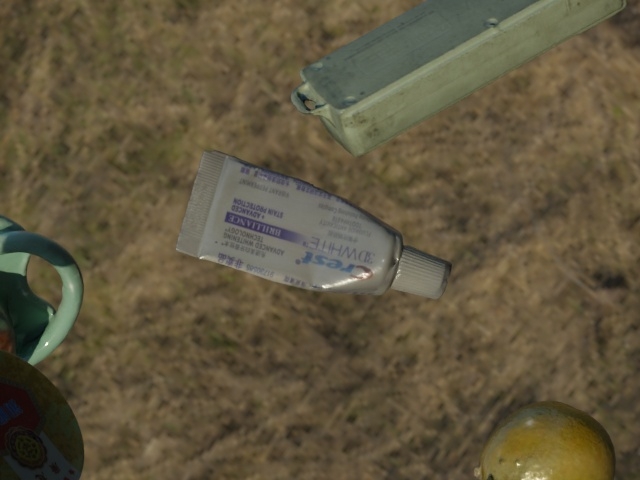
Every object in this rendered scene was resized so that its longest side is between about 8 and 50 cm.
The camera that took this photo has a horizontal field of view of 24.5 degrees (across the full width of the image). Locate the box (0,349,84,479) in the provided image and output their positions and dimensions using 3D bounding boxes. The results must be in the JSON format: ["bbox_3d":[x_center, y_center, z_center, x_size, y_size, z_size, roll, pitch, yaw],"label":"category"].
[{"bbox_3d":[-0.182,0.110,0.818,0.037,0.105,0.105,-40,28,28],"label":"box"}]

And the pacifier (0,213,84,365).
[{"bbox_3d":[-0.412,0.035,1.592,0.288,0.343,0.269,-17,59,-12],"label":"pacifier"}]

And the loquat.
[{"bbox_3d":[0.262,0.275,1.757,0.204,0.149,0.172,-23,-22,-50],"label":"loquat"}]

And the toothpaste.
[{"bbox_3d":[0.000,-0.001,1.508,0.068,0.282,0.099,122,162,-49],"label":"toothpaste"}]

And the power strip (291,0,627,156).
[{"bbox_3d":[0.105,-0.148,1.087,0.272,0.052,0.078,-31,43,-9],"label":"power strip"}]
